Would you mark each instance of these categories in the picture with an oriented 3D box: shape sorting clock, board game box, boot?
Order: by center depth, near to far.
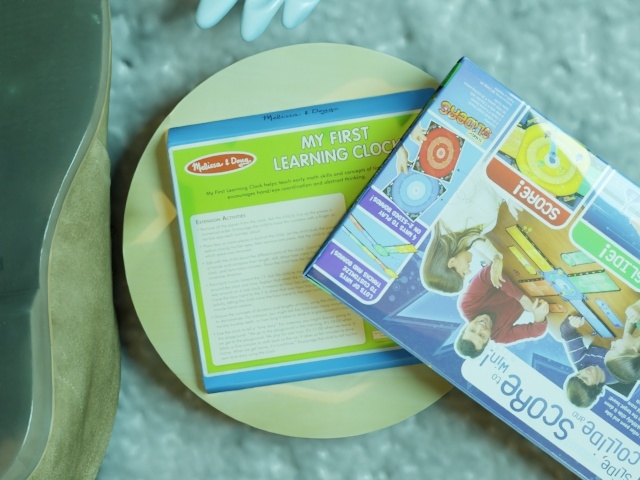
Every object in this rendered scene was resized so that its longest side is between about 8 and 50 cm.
[{"bbox_3d":[0.111,0.022,0.878,0.201,0.035,0.136,37,94,-2],"label":"board game box"},{"bbox_3d":[0.000,0.000,0.917,0.206,0.040,0.206,0,95,2],"label":"shape sorting clock"},{"bbox_3d":[-0.153,-0.006,0.928,0.112,0.115,0.305,-3,72,21],"label":"boot"}]

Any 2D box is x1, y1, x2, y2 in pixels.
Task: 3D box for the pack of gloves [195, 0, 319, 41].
[{"bbox_3d":[-0.047,-0.229,0.935,0.195,0.046,0.232,29,86,10],"label":"pack of gloves"}]
